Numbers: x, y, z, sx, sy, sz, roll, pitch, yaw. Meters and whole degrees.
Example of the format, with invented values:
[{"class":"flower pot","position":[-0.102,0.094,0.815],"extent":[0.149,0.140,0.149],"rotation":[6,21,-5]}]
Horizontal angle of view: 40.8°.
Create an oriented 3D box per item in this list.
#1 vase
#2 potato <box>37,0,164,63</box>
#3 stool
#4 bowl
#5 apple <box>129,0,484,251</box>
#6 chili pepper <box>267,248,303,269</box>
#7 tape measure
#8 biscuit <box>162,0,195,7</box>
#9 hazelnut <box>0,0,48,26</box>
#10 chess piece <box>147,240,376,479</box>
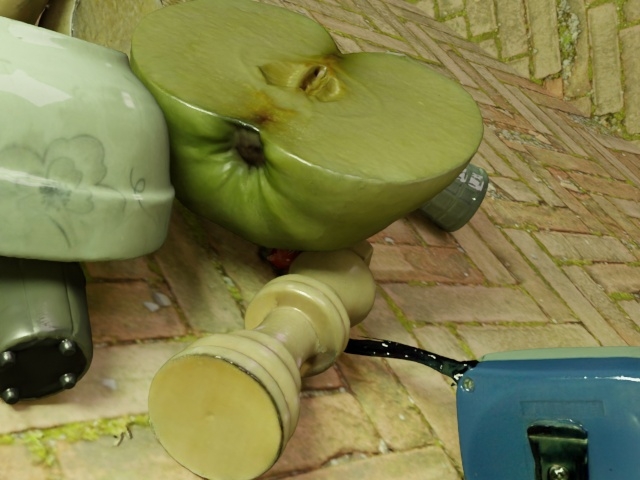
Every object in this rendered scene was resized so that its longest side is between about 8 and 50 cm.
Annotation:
[{"class":"vase","position":[0.103,-0.130,1.296],"extent":[0.299,0.143,0.143],"rotation":[30,27,-14]},{"class":"potato","position":[-0.280,-0.241,1.074],"extent":[0.117,0.182,0.202],"rotation":[1,-3,25]},{"class":"stool","position":[-0.224,0.063,0.663],"extent":[0.096,0.096,0.110],"rotation":[11,38,-37]},{"class":"bowl","position":[-0.264,-0.101,0.717],"extent":[0.307,0.163,0.307],"rotation":[15,8,-2]},{"class":"apple","position":[-0.026,-0.140,0.917],"extent":[0.311,0.320,0.360],"rotation":[63,31,-16]},{"class":"chili pepper","position":[0.000,0.001,1.050],"extent":[0.191,0.050,0.059],"rotation":[-21,96,-46]},{"class":"tape measure","position":[0.177,0.196,0.839],"extent":[0.351,0.215,0.098],"rotation":[-4,10,29]},{"class":"biscuit","position":[-0.276,-0.346,1.297],"extent":[0.259,0.079,0.259],"rotation":[27,28,-16]},{"class":"hazelnut","position":[-0.403,-0.317,0.925],"extent":[0.241,0.261,0.261],"rotation":[54,13,-35]},{"class":"chess piece","position":[-0.019,0.081,0.838],"extent":[0.117,0.117,0.397],"rotation":[36,26,6]}]
